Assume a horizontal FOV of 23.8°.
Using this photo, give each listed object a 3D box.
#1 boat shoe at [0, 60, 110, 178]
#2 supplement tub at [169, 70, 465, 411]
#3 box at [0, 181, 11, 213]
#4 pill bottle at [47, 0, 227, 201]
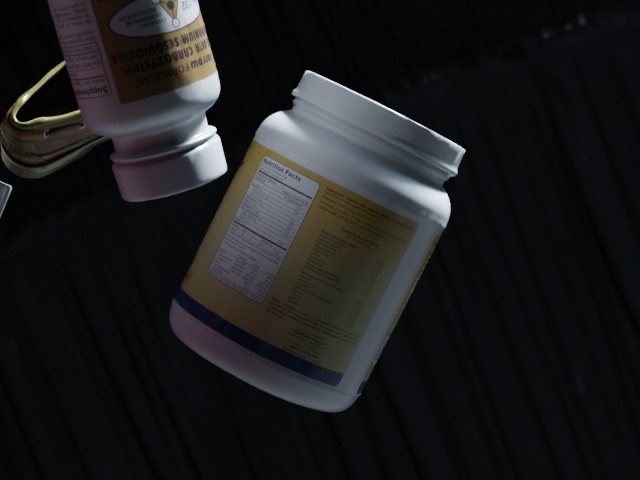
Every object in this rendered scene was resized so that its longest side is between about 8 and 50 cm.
[{"bbox_3d":[-0.272,-0.194,1.928,0.307,0.111,0.104,-44,-16,-30],"label":"boat shoe"},{"bbox_3d":[0.000,0.000,1.631,0.316,0.228,0.228,-63,7,3],"label":"supplement tub"},{"bbox_3d":[-0.480,-0.014,1.903,0.130,0.170,0.091,23,-1,-7],"label":"box"},{"bbox_3d":[-0.163,-0.159,1.386,0.131,0.229,0.131,-14,14,3],"label":"pill bottle"}]
